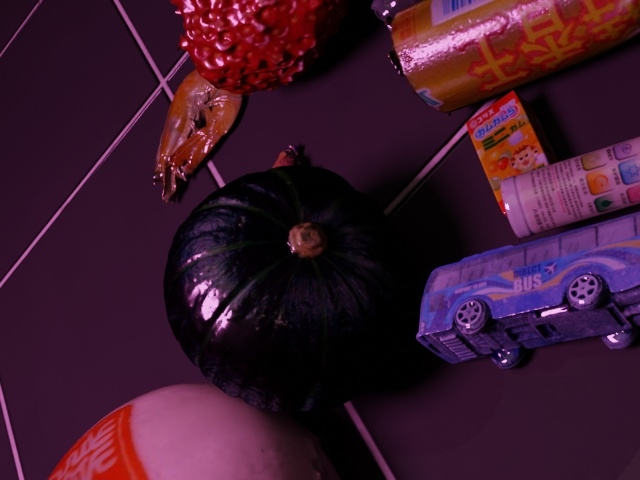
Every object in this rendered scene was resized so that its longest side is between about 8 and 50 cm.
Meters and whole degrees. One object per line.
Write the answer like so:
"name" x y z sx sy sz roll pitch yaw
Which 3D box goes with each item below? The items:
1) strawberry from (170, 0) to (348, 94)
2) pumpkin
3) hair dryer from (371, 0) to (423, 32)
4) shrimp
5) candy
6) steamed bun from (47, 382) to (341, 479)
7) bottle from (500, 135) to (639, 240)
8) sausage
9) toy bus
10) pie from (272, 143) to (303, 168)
"strawberry" -0.051 -0.315 1.084 0.257 0.261 0.261 -5 65 7
"pumpkin" -0.035 0.064 0.914 0.248 0.248 0.248 -18 60 35
"hair dryer" 0.111 -0.369 1.061 0.235 0.091 0.272 -46 43 4
"shrimp" -0.169 -0.151 1.234 0.115 0.051 0.217 16 81 42
"candy" 0.192 -0.080 0.883 0.062 0.038 0.122 -34 52 26
"steamed bun" -0.155 0.320 0.881 0.374 0.241 0.375 -18 62 39
"bottle" 0.266 -0.057 0.777 0.217 0.060 0.060 -17 60 21
"sausage" 0.227 -0.217 0.862 0.317 0.125 0.117 -16 58 33
"toy bus" 0.201 0.047 0.799 0.236 0.079 0.094 -17 45 36
"pie" -0.058 -0.036 1.091 0.092 0.034 0.170 22 86 49
